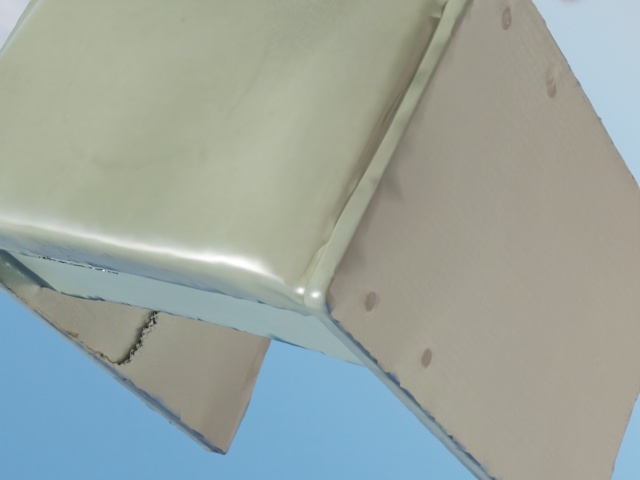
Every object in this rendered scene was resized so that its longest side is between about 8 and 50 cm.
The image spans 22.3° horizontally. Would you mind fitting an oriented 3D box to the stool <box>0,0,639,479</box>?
[{"bbox_3d":[0.000,0.000,0.761,0.243,0.170,0.270,11,156,38],"label":"stool"}]
